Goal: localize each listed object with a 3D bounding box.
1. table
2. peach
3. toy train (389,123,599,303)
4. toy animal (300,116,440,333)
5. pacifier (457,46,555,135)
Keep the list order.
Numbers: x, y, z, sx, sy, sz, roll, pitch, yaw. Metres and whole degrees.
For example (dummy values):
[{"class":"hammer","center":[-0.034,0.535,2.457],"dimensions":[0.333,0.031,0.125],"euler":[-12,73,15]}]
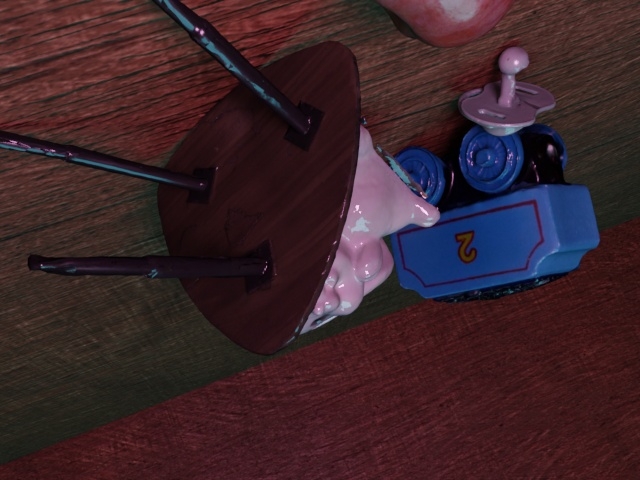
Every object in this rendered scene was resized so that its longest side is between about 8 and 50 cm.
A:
[{"class":"table","center":[-0.145,-0.060,0.698],"dimensions":[0.317,0.317,0.249],"euler":[-34,145,33]},{"class":"peach","center":[0.104,-0.250,0.655],"dimensions":[0.152,0.152,0.152],"euler":[-21,163,-7]},{"class":"toy train","center":[0.253,-0.038,1.209],"dimensions":[0.300,0.265,0.188],"euler":[-16,172,43]},{"class":"toy animal","center":[-0.001,-0.019,1.038],"dimensions":[0.289,0.249,0.174],"euler":[-35,-159,-24]},{"class":"pacifier","center":[0.253,-0.210,1.053],"dimensions":[0.150,0.127,0.116],"euler":[-31,133,-34]}]
